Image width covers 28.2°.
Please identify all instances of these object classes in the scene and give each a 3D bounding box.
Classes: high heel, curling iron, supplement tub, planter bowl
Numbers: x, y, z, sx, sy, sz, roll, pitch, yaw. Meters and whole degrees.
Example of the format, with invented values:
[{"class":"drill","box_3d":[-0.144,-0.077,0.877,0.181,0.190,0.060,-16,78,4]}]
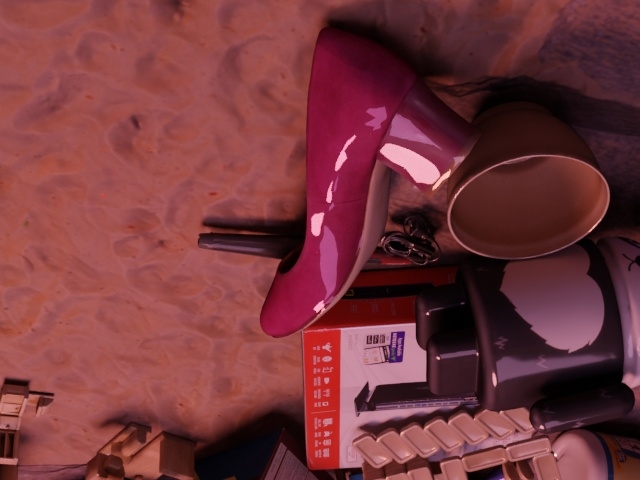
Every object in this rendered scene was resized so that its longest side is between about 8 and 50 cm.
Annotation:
[{"class":"high heel","box_3d":[-0.006,-0.051,1.311,0.181,0.127,0.377,38,126,-3]},{"class":"curling iron","box_3d":[0.000,0.000,1.428,0.274,0.035,0.068,1,129,-5]},{"class":"supplement tub","box_3d":[0.435,0.354,1.833,0.199,0.144,0.144,12,138,-21]},{"class":"planter bowl","box_3d":[0.203,-0.071,1.301,0.162,0.109,0.162,-3,141,-3]}]

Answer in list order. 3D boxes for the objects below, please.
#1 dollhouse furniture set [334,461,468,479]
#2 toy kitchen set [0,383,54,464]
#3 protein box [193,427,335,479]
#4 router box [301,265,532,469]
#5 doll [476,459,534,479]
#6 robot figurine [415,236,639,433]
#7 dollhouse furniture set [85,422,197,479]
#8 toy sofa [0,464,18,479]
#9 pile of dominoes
[{"class":"dollhouse furniture set","box_3d":[0.121,0.375,1.792,0.183,0.129,0.129,-12,98,7]},{"class":"toy kitchen set","box_3d":[-0.383,0.238,1.645,0.068,0.075,0.083,8,144,-18]},{"class":"protein box","box_3d":[-0.075,0.396,1.759,0.199,0.136,0.201,-27,114,37]},{"class":"router box","box_3d":[0.126,0.164,1.607,0.301,0.082,0.335,-4,141,-2]},{"class":"doll","box_3d":[0.225,0.384,1.909,0.129,0.046,0.189,4,143,-47]},{"class":"robot figurine","box_3d":[0.244,0.088,1.372,0.278,0.209,0.173,-9,-178,-2]},{"class":"dollhouse furniture set","box_3d":[-0.263,0.347,1.737,0.144,0.151,0.123,25,133,-29]},{"class":"toy sofa","box_3d":[-0.567,0.320,1.668,0.362,0.150,0.177,26,127,-33]},{"class":"pile of dominoes","box_3d":[0.179,0.287,1.670,0.251,0.040,0.196,-15,125,7]}]
